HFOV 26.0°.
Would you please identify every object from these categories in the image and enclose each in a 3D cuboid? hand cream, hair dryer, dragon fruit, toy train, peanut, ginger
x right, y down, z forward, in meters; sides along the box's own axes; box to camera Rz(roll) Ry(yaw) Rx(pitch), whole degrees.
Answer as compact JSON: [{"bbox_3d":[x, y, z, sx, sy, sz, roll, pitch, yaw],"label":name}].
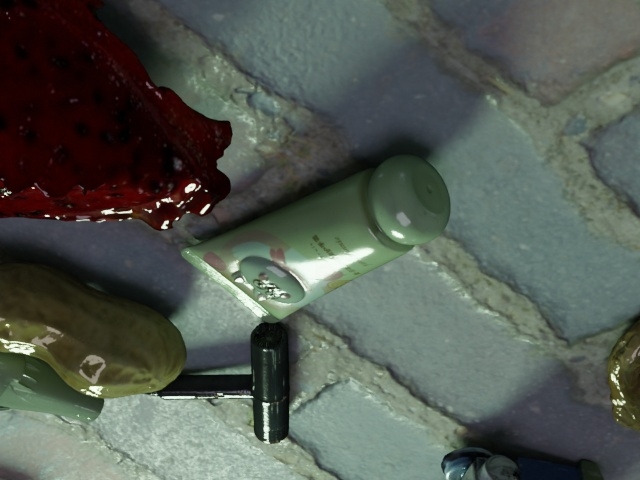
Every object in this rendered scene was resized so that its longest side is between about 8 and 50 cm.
[{"bbox_3d":[0.000,0.000,1.457,0.306,0.093,0.147,-25,127,39],"label":"hand cream"},{"bbox_3d":[-0.392,0.186,1.694,0.229,0.092,0.267,18,154,-24],"label":"hair dryer"},{"bbox_3d":[-0.265,-0.131,1.356,0.329,0.228,0.286,3,170,-22],"label":"dragon fruit"},{"bbox_3d":[-0.132,0.161,1.650,0.194,0.050,0.173,7,131,5],"label":"hair dryer"},{"bbox_3d":[0.221,0.379,1.762,0.202,0.131,0.300,12,135,-14],"label":"toy train"},{"bbox_3d":[-0.282,0.105,1.553,0.274,0.125,0.111,22,135,-14],"label":"peanut"},{"bbox_3d":[0.363,0.162,1.581,0.069,0.051,0.173,-9,134,11],"label":"ginger"}]
